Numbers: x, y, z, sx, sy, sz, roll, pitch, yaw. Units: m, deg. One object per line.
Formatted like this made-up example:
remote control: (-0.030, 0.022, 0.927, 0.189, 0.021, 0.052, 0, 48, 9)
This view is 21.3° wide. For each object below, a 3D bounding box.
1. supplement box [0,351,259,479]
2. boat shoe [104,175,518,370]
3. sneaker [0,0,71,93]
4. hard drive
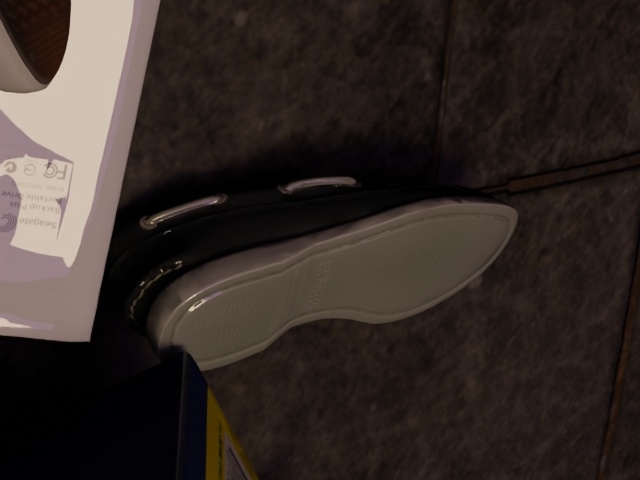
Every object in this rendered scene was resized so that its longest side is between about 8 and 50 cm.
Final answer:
supplement box: (-0.086, 0.282, 0.995, 0.194, 0.195, 0.356, -25, 108, 6)
boat shoe: (0.000, 0.000, 1.118, 0.303, 0.091, 0.114, -9, 136, -40)
sneaker: (-0.211, -0.193, 0.791, 0.106, 0.123, 0.290, -69, 146, -49)
hard drive: (-0.194, -0.109, 0.887, 0.210, 0.040, 0.318, 8, 107, -20)
